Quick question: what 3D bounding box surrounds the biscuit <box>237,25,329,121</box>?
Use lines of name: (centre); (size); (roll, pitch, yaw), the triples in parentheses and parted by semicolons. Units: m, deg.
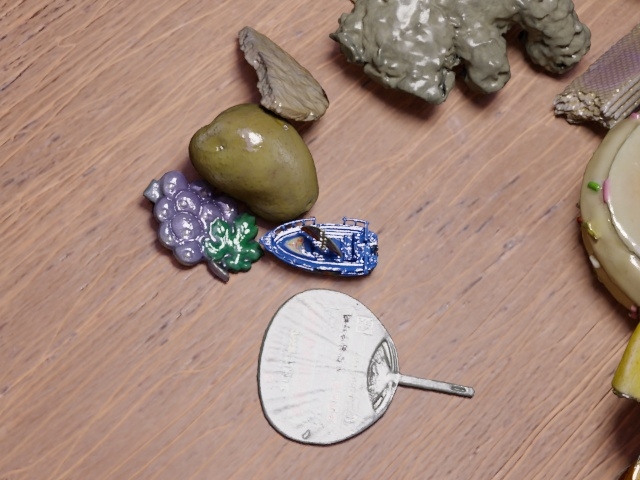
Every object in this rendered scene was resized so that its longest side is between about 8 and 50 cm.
biscuit: (-0.047, -0.234, 1.740); (0.133, 0.032, 0.250); (24, 25, -29)

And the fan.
fan: (0.046, 0.162, 1.662); (0.294, 0.012, 0.223); (-17, 71, -13)

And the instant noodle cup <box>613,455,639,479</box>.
instant noodle cup: (0.488, 0.356, 1.551); (0.215, 0.172, 0.216); (2, 68, -6)

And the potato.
potato: (-0.087, -0.108, 1.683); (0.157, 0.157, 0.194); (-46, 103, -20)

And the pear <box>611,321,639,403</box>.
pear: (0.527, 0.144, 1.540); (0.267, 0.267, 0.178); (9, 96, -3)

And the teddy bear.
teddy bear: (0.190, -0.366, 1.810); (0.367, 0.224, 0.357); (-30, 76, -1)

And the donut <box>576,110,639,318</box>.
donut: (0.533, -0.013, 1.714); (0.307, 0.150, 0.371); (-31, 75, -17)

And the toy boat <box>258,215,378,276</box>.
toy boat: (0.000, 0.000, 1.666); (0.175, 0.110, 0.091); (3, 68, -4)

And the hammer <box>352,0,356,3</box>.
hammer: (0.020, -0.438, 1.890); (0.060, 0.028, 0.195); (-38, 81, -25)

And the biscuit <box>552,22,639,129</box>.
biscuit: (0.480, -0.261, 1.831); (0.239, 0.062, 0.108); (-40, 33, -20)

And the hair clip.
hair clip: (-0.172, -0.018, 1.694); (0.195, 0.052, 0.124); (33, 76, -2)
